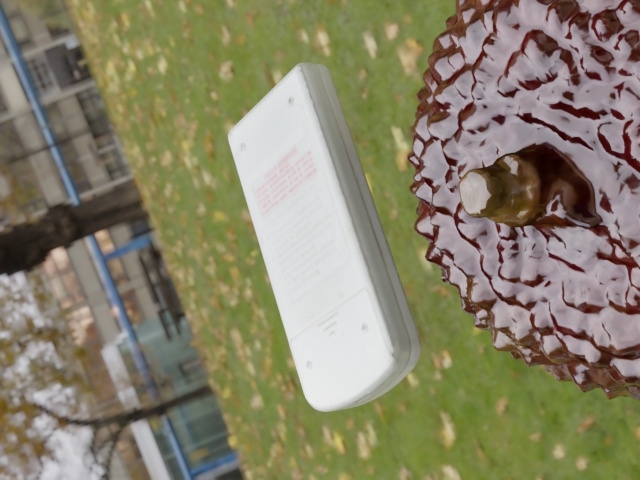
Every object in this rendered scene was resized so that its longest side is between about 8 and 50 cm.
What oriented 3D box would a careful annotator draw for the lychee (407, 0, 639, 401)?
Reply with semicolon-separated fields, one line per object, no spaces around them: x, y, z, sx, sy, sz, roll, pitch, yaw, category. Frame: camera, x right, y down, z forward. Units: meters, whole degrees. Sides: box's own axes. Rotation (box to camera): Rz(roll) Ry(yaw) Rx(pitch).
0.185;-0.044;0.628;0.275;0.304;0.276;24;121;46;lychee

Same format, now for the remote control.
0.000;0.000;0.693;0.087;0.029;0.190;-39;61;44;remote control
